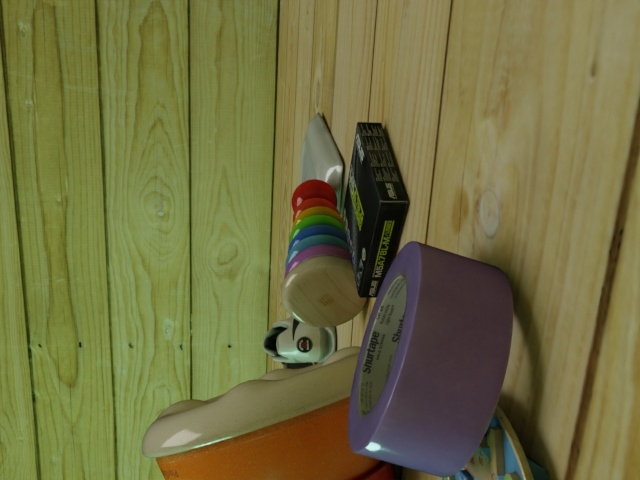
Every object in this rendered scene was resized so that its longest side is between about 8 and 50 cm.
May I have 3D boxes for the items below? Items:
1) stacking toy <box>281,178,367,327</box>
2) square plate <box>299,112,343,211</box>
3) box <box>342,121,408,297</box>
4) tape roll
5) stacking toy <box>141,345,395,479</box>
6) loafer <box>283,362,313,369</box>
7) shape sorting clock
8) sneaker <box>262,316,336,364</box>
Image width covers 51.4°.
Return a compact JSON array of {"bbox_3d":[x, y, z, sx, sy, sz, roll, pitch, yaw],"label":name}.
[{"bbox_3d":[0.000,0.000,1.193,0.330,0.141,0.141,-95,9,-55],"label":"stacking toy"},{"bbox_3d":[-0.011,-0.076,1.505,0.347,0.049,0.344,-106,19,-61],"label":"square plate"},{"bbox_3d":[0.073,-0.045,0.972,0.191,0.045,0.184,-99,11,-46],"label":"box"},{"bbox_3d":[0.089,0.101,0.579,0.189,0.080,0.189,-163,90,-87],"label":"tape roll"},{"bbox_3d":[-0.010,0.409,0.875,0.350,0.350,0.480,128,125,-76],"label":"stacking toy"},{"bbox_3d":[-0.037,0.366,1.565,0.251,0.094,0.088,-99,0,-67],"label":"loafer"},{"bbox_3d":[0.136,0.229,0.554,0.206,0.040,0.206,-179,90,-82],"label":"shape sorting clock"},{"bbox_3d":[-0.060,0.218,1.505,0.330,0.146,0.123,129,139,-78],"label":"sneaker"}]
